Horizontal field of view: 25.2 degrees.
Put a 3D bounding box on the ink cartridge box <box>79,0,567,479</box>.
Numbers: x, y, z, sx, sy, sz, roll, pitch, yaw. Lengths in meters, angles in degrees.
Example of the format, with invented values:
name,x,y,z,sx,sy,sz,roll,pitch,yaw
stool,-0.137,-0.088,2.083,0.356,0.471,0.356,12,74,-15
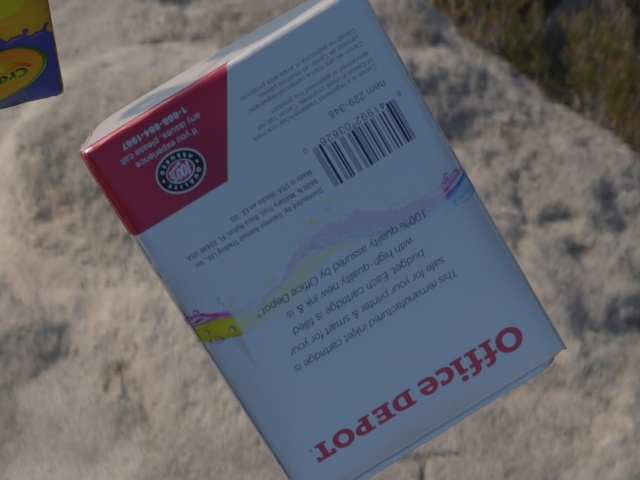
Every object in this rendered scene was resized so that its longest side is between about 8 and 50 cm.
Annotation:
name,x,y,z,sx,sy,sz,roll,pitch,yaw
ink cartridge box,0.000,0.000,1.043,0.226,0.306,0.131,-30,14,-1

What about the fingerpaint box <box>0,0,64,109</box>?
name,x,y,z,sx,sy,sz,roll,pitch,yaw
fingerpaint box,-0.477,-0.238,1.236,0.445,0.371,0.163,-19,57,-14
